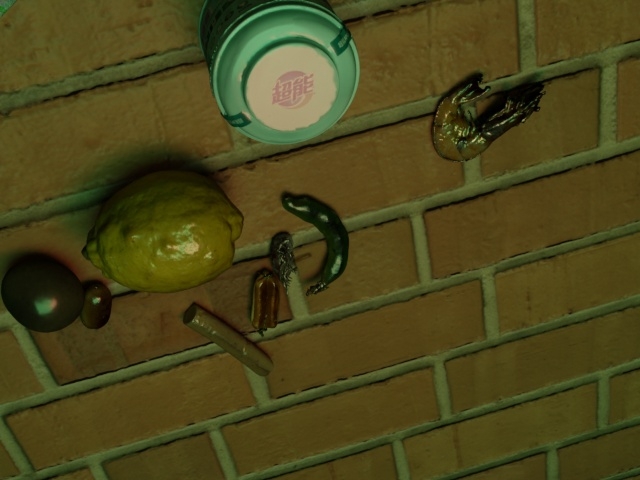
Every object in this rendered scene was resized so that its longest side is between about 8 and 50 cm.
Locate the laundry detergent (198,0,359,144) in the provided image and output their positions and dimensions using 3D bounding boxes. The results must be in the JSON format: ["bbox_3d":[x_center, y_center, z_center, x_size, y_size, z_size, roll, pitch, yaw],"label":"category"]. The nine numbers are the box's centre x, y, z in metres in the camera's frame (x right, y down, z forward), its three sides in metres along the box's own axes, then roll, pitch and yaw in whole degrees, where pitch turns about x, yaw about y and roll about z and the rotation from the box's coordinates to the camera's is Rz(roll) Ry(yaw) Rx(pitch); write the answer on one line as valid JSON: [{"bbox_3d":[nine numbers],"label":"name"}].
[{"bbox_3d":[-0.083,-0.357,1.664,0.287,0.305,0.287,-7,126,-10],"label":"laundry detergent"}]

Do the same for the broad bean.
[{"bbox_3d":[0.000,0.000,2.082,0.144,0.049,0.292,-22,121,-14],"label":"broad bean"}]

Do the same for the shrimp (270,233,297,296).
[{"bbox_3d":[-0.087,0.061,2.100,0.065,0.056,0.165,-8,113,9],"label":"shrimp"}]

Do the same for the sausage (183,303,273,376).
[{"bbox_3d":[-0.230,0.264,2.206,0.066,0.066,0.301,-40,126,14],"label":"sausage"}]

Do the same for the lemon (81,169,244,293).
[{"bbox_3d":[-0.337,-0.020,1.865,0.316,0.285,0.285,19,120,0],"label":"lemon"}]

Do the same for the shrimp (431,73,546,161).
[{"bbox_3d":[0.374,-0.303,1.975,0.289,0.075,0.178,-35,123,26],"label":"shrimp"}]

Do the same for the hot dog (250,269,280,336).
[{"bbox_3d":[-0.139,0.156,2.159,0.072,0.055,0.188,0,124,-11],"label":"hot dog"}]

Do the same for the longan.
[{"bbox_3d":[-0.635,0.125,1.951,0.187,0.167,0.167,35,111,-9],"label":"longan"}]

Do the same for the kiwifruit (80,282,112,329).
[{"bbox_3d":[-0.538,0.157,2.045,0.075,0.075,0.124,2,127,-16],"label":"kiwifruit"}]

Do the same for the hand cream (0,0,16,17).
[{"bbox_3d":[-0.688,-0.514,1.566,0.079,0.050,0.275,-21,137,32],"label":"hand cream"}]
